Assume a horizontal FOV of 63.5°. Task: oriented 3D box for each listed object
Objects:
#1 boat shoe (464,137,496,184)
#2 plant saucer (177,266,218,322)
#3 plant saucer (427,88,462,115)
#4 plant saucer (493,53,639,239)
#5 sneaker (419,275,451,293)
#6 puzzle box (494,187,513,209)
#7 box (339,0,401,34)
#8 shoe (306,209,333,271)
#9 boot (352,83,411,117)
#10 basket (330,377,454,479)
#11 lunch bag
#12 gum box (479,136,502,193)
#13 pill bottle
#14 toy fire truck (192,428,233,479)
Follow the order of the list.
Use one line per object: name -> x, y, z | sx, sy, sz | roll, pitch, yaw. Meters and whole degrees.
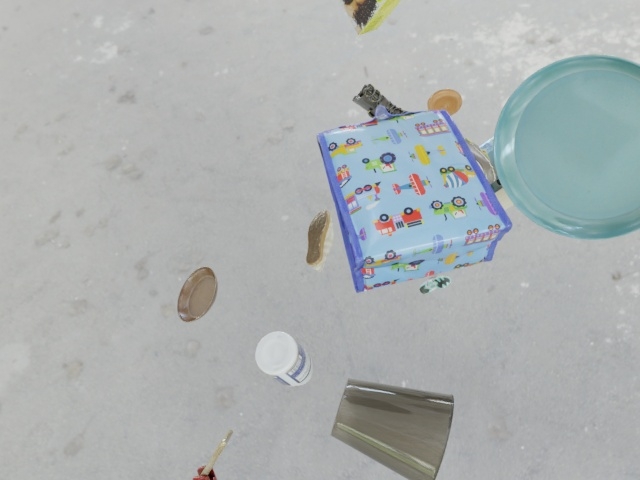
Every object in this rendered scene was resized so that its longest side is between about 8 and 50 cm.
boat shoe -> 0.361, -0.199, 1.289 | 0.097, 0.116, 0.324 | -14, 19, -4
plant saucer -> -0.407, 0.185, 1.740 | 0.199, 0.036, 0.198 | -23, 51, 32
plant saucer -> 0.302, -0.331, 1.258 | 0.084, 0.083, 0.013 | -5, 53, 10
plant saucer -> 0.456, -0.156, 0.889 | 0.318, 0.317, 0.044 | 32, 42, 32
sneaker -> 0.339, 0.120, 1.516 | 0.098, 0.038, 0.069 | -22, 7, 26
puzzle box -> 0.548, -0.160, 1.301 | 0.272, 0.409, 0.052 | -28, 80, -36
box -> 0.124, -0.477, 0.929 | 0.058, 0.232, 0.087 | -28, 87, -30
shoe -> 0.000, 0.000, 1.642 | 0.077, 0.058, 0.219 | -13, 49, 32
boot -> 0.212, -0.375, 1.519 | 0.091, 0.229, 0.263 | -56, 17, -8
basket -> 0.148, 0.394, 1.115 | 0.227, 0.154, 0.204 | 18, 79, 7
lunch bag -> 0.126, -0.095, 0.811 | 0.221, 0.138, 0.293 | -13, 65, -2
gum box -> 0.486, -0.214, 1.394 | 0.184, 0.157, 0.041 | -35, 46, -13
pill bottle -> -0.073, 0.272, 1.154 | 0.094, 0.169, 0.094 | -8, 60, 14
toy fire truck -> -0.227, 0.557, 1.096 | 0.159, 0.246, 0.217 | -18, 13, -3
